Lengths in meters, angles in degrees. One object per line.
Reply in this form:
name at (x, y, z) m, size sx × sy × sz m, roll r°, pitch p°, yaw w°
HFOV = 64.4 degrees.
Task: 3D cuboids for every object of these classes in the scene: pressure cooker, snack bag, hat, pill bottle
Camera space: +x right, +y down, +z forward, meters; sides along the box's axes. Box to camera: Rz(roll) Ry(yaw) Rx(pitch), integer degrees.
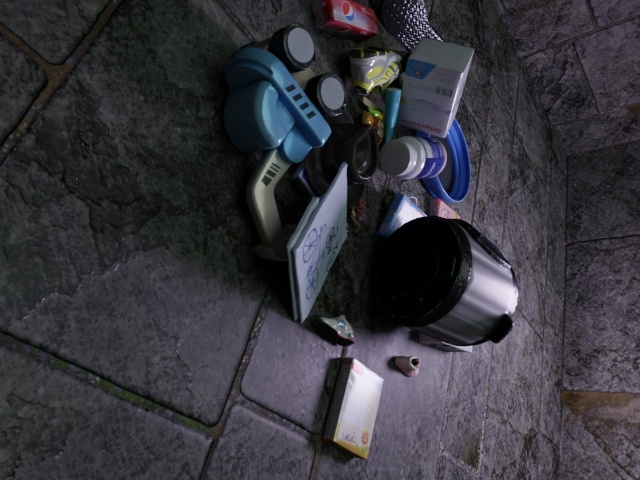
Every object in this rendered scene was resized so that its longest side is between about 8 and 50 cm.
pressure cooker at (0.423, 0.147, 1.659) m, size 0.420 × 0.375 × 0.370 m, roll 27°, pitch 60°, yaw -36°
snack bag at (0.000, 0.000, 1.334) m, size 0.323 × 0.037 × 0.343 m, roll 86°, pitch 26°, yaw -50°
hat at (0.090, -0.262, 1.481) m, size 0.331 × 0.134 × 0.331 m, roll 16°, pitch 69°, yaw -47°
pill bottle at (0.333, -0.299, 1.834) m, size 0.264 × 0.153 × 0.153 m, roll -11°, pitch 90°, yaw -50°

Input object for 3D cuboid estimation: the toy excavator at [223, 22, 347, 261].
toy excavator at (-0.119, -0.231, 1.271) m, size 0.433 × 0.222 × 0.445 m, roll 48°, pitch 62°, yaw -33°

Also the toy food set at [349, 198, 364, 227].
toy food set at (0.116, -0.101, 1.636) m, size 0.078 × 0.019 × 0.122 m, roll 49°, pitch 40°, yaw -32°

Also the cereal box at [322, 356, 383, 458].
cereal box at (0.099, 0.480, 1.461) m, size 0.173 × 0.047 × 0.240 m, roll 44°, pitch 51°, yaw -36°

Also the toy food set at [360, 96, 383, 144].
toy food set at (0.181, -0.385, 1.738) m, size 0.132 × 0.038 × 0.192 m, roll 19°, pitch 75°, yaw -44°

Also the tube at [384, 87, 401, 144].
tube at (0.247, -0.428, 1.790) m, size 0.080 × 0.052 × 0.207 m, roll -40°, pitch 139°, yaw -55°

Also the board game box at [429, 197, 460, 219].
board game box at (0.507, -0.066, 2.075) m, size 0.193 × 0.045 × 0.147 m, roll 28°, pitch 61°, yaw -44°

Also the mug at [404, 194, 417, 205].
mug at (0.297, -0.136, 1.820) m, size 0.078 × 0.064 × 0.062 m, roll -5°, pitch 114°, yaw -36°

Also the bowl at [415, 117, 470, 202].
bowl at (0.511, -0.346, 2.110) m, size 0.391 × 0.077 × 0.391 m, roll 13°, pitch 73°, yaw -49°

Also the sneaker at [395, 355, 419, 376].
sneaker at (0.313, 0.426, 1.714) m, size 0.134 × 0.070 × 0.051 m, roll 39°, pitch 52°, yaw -39°

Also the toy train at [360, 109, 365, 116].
toy train at (0.166, -0.419, 1.767) m, size 0.083 × 0.017 × 0.024 m, roll 43°, pitch 61°, yaw -36°

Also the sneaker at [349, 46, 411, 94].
sneaker at (0.206, -0.601, 1.792) m, size 0.384 × 0.145 × 0.147 m, roll -27°, pitch 129°, yaw -50°

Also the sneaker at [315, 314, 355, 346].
sneaker at (0.040, 0.242, 1.448) m, size 0.161 × 0.057 × 0.075 m, roll 37°, pitch 38°, yaw -38°

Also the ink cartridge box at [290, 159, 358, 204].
ink cartridge box at (0.019, -0.174, 1.512) m, size 0.206 × 0.045 × 0.208 m, roll 54°, pitch 46°, yaw -28°

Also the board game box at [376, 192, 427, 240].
board game box at (0.303, -0.045, 1.786) m, size 0.211 × 0.039 × 0.160 m, roll 34°, pitch 81°, yaw -41°

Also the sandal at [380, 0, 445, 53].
sandal at (0.359, -0.859, 2.017) m, size 0.445 × 0.167 × 0.107 m, roll 35°, pitch 31°, yaw -49°

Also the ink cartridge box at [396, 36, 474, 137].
ink cartridge box at (0.417, -0.561, 1.868) m, size 0.270 × 0.198 × 0.197 m, roll 95°, pitch 20°, yaw -47°

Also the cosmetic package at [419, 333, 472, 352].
cosmetic package at (0.470, 0.373, 1.893) m, size 0.239 × 0.098 × 0.061 m, roll 25°, pitch 66°, yaw -44°

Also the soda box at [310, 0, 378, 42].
soda box at (0.085, -0.735, 1.688) m, size 0.263 × 0.083 × 0.092 m, roll -13°, pitch 91°, yaw -50°
